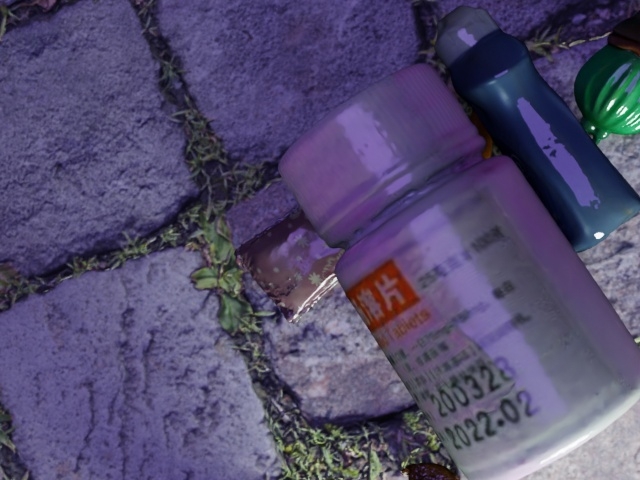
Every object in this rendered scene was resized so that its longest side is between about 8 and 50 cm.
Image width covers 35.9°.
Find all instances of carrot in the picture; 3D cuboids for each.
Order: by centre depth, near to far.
[{"bbox_3d":[0.179,-0.132,1.116,0.035,0.035,0.142,6,79,12],"label":"carrot"}]

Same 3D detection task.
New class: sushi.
[{"bbox_3d":[0.133,0.278,1.085,0.050,0.047,0.099,-36,62,-5],"label":"sushi"}]

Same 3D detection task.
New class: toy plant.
[{"bbox_3d":[0.354,-0.173,1.053,0.143,0.105,0.200,28,111,-6],"label":"toy plant"}]

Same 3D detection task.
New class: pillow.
[{"bbox_3d":[0.000,0.000,1.133,0.185,0.043,0.118,-41,82,2],"label":"pillow"}]

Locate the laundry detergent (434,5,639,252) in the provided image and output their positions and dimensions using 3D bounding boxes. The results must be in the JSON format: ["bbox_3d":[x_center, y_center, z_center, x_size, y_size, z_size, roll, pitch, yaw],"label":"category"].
[{"bbox_3d":[0.214,-0.125,1.038,0.094,0.143,0.290,-37,85,6],"label":"laundry detergent"}]

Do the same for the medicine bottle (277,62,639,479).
[{"bbox_3d":[0.138,0.032,1.000,0.219,0.219,0.388,-34,86,7],"label":"medicine bottle"}]
